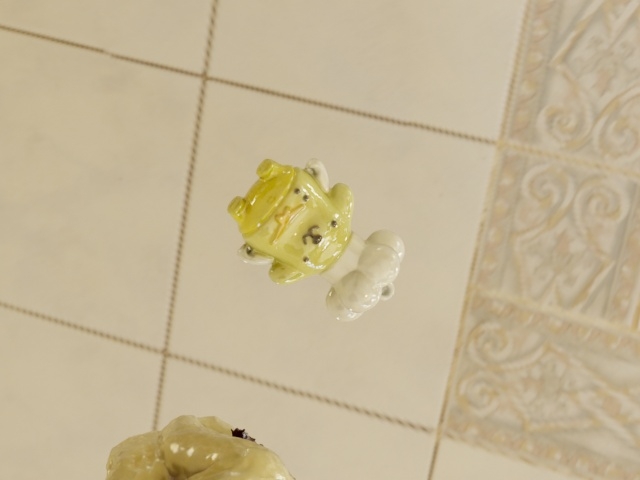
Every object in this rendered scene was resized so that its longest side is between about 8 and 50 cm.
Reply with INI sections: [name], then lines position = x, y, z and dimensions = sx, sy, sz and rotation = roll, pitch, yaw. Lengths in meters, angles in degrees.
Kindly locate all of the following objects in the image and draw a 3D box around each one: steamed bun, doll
[steamed bun]
position = -0.095, 0.196, 1.037
dimensions = 0.172, 0.155, 0.141
rotation = -30, 124, 0
[doll]
position = 0.000, 0.000, 1.183
dimensions = 0.162, 0.062, 0.106
rotation = 37, 93, -20
